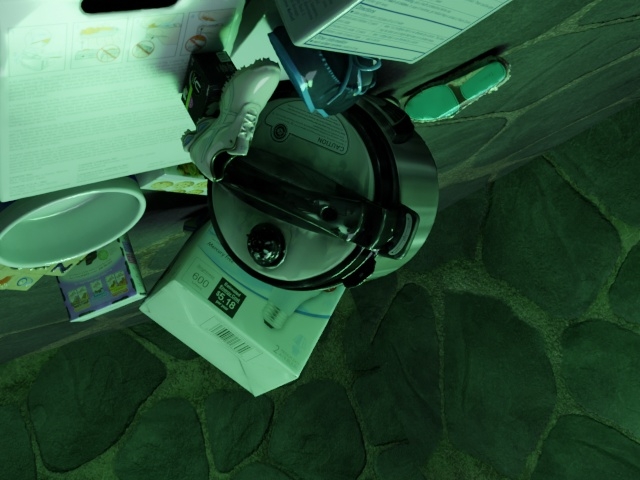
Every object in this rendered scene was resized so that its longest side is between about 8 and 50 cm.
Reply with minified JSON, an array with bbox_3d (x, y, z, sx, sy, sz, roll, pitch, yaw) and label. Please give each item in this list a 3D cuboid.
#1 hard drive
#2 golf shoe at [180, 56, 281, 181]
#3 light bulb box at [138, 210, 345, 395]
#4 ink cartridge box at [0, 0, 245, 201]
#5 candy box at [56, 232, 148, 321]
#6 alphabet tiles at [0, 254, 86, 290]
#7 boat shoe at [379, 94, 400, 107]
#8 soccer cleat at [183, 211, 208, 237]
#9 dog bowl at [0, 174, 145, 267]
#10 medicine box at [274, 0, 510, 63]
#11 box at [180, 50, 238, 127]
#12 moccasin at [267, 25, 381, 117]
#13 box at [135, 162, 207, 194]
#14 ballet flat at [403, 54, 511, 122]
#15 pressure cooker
[{"bbox_3d":[-0.001,-0.308,1.157,0.318,0.040,0.210,-15,169,-36],"label":"hard drive"},{"bbox_3d":[-0.100,-0.149,0.981,0.069,0.086,0.176,7,134,-50],"label":"golf shoe"},{"bbox_3d":[-0.157,0.100,1.793,0.225,0.358,0.361,-33,-158,51],"label":"light bulb box"},{"bbox_3d":[-0.278,-0.223,1.006,0.308,0.091,0.385,-16,152,-30],"label":"ink cartridge box"},{"bbox_3d":[-0.492,0.058,1.687,0.164,0.196,0.070,-21,172,6],"label":"candy box"},{"bbox_3d":[-0.566,0.004,1.483,0.285,0.011,0.342,-40,159,16],"label":"alphabet tiles"},{"bbox_3d":[0.103,-0.253,1.693,0.233,0.084,0.079,-45,-166,53],"label":"boat shoe"},{"bbox_3d":[-0.267,-0.040,2.073,0.121,0.094,0.289,8,-175,18],"label":"soccer cleat"},{"bbox_3d":[-0.439,-0.061,1.307,0.264,0.104,0.265,-24,166,-7],"label":"dog bowl"},{"bbox_3d":[0.122,-0.345,0.881,0.289,0.149,0.263,-28,169,35],"label":"medicine box"},{"bbox_3d":[-0.144,-0.198,1.018,0.052,0.062,0.083,-14,151,-32],"label":"box"},{"bbox_3d":[0.013,-0.254,1.059,0.116,0.138,0.342,-27,-176,10],"label":"moccasin"},{"bbox_3d":[-0.251,-0.134,1.538,0.067,0.063,0.324,-23,171,21],"label":"box"},{"bbox_3d":[0.296,-0.322,1.655,0.241,0.091,0.077,-21,-166,20],"label":"ballet flat"},{"bbox_3d":[0.004,-0.087,1.417,0.369,0.376,0.420,-22,172,25],"label":"pressure cooker"}]
